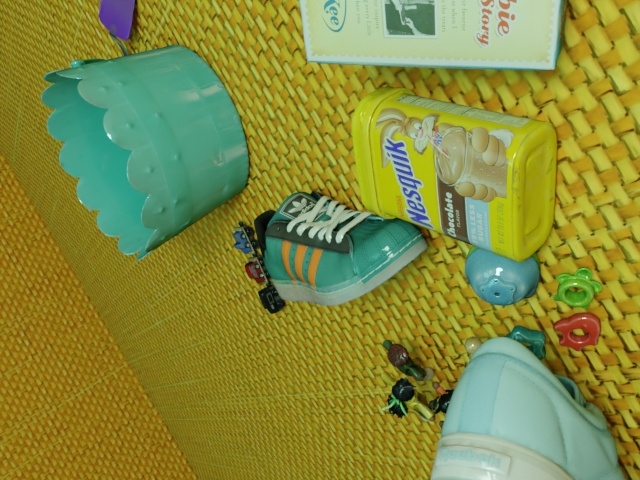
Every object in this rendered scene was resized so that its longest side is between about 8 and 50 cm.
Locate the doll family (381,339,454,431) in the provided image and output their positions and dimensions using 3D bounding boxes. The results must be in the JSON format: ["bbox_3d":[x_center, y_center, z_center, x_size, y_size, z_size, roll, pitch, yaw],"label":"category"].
[{"bbox_3d":[0.130,0.190,0.735,0.193,0.076,0.111,33,173,32],"label":"doll family"}]

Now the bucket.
[{"bbox_3d":[-0.245,-0.134,0.930,0.281,0.183,0.281,36,142,34],"label":"bucket"}]

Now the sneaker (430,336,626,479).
[{"bbox_3d":[0.228,0.208,0.593,0.135,0.150,0.366,0,146,37],"label":"sneaker"}]

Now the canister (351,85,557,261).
[{"bbox_3d":[0.116,-0.061,0.578,0.170,0.073,0.126,24,136,42],"label":"canister"}]

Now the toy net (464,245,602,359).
[{"bbox_3d":[0.201,0.102,0.636,0.122,0.045,0.232,5,129,19],"label":"toy net"}]

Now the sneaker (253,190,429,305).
[{"bbox_3d":[0.000,0.000,0.766,0.121,0.108,0.302,59,151,-10],"label":"sneaker"}]

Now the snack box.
[{"bbox_3d":[0.067,-0.270,0.406,0.187,0.060,0.322,8,128,21],"label":"snack box"}]

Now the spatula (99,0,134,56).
[{"bbox_3d":[-0.312,-0.283,1.043,0.084,0.030,0.296,39,144,26],"label":"spatula"}]

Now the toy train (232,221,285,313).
[{"bbox_3d":[-0.100,0.045,1.021,0.027,0.036,0.158,1,118,55],"label":"toy train"}]
